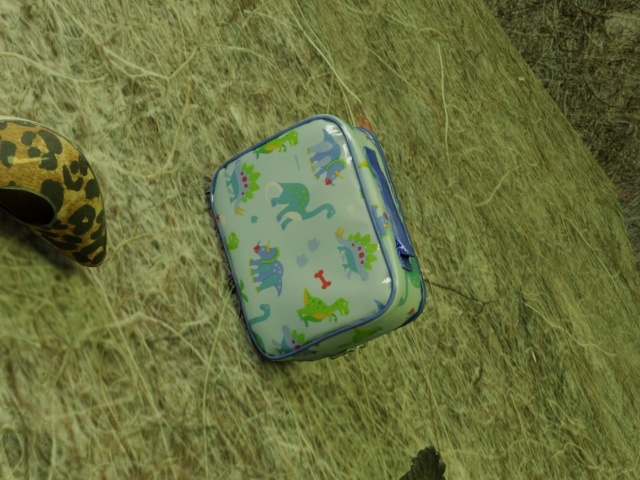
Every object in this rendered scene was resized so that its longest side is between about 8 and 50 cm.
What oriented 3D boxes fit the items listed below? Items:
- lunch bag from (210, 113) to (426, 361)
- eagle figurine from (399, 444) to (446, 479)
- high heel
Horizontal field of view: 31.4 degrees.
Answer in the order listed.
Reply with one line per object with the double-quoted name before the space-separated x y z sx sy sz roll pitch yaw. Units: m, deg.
"lunch bag" 0.000 0.000 1.097 0.090 0.176 0.218 14 54 -59
"eagle figurine" 0.040 0.302 0.840 0.225 0.298 0.226 36 -47 51
"high heel" -0.250 -0.018 0.774 0.261 0.093 0.186 59 44 -41
